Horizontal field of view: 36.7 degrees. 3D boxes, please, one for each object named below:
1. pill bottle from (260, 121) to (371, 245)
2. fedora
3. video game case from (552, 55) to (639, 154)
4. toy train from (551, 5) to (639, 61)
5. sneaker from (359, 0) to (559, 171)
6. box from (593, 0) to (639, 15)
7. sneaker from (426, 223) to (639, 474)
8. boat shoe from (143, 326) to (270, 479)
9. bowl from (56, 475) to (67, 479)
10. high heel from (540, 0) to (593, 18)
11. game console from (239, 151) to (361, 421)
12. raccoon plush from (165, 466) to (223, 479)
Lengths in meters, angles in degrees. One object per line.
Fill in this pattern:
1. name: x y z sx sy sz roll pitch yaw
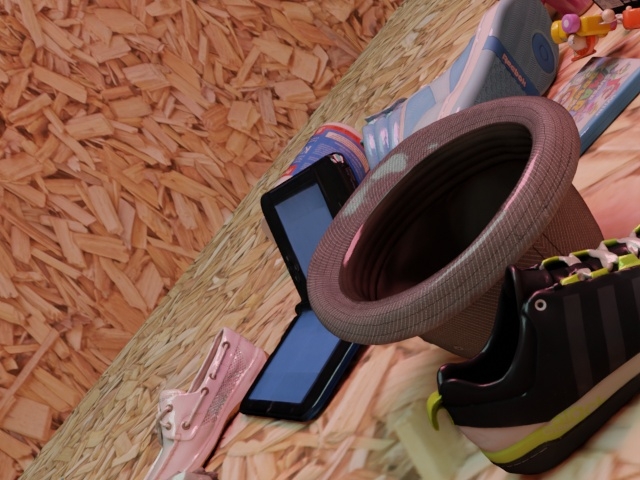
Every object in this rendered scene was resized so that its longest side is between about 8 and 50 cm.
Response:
1. pill bottle: -0.007 -0.088 1.650 0.221 0.124 0.124 -55 12 -31
2. fedora: 0.120 0.008 0.768 0.244 0.124 0.275 -55 20 -19
3. video game case: 0.269 -0.138 0.984 0.119 0.015 0.166 -48 11 7
4. toy train: 0.306 -0.215 0.999 0.125 0.046 0.166 -6 8 3
5. sneaker: 0.156 -0.174 1.177 0.208 0.127 0.319 -15 32 46
6. box: 0.375 -0.326 1.045 0.147 0.077 0.180 -49 11 0
7. sneaker: 0.159 0.039 0.573 0.235 0.097 0.084 -48 11 5
8. boat shoe: -0.177 0.234 1.274 0.098 0.096 0.277 -33 19 55
9. bowl: -0.433 0.469 1.539 0.170 0.080 0.170 -48 10 11
10. high heel: 0.287 -0.347 1.372 0.082 0.117 0.244 -50 10 -4
11. game console: -0.039 0.061 1.150 0.173 0.250 0.293 -24 1 -22
12. raccoon plush: -0.155 0.332 0.588 0.446 0.216 0.299 -43 4 30
